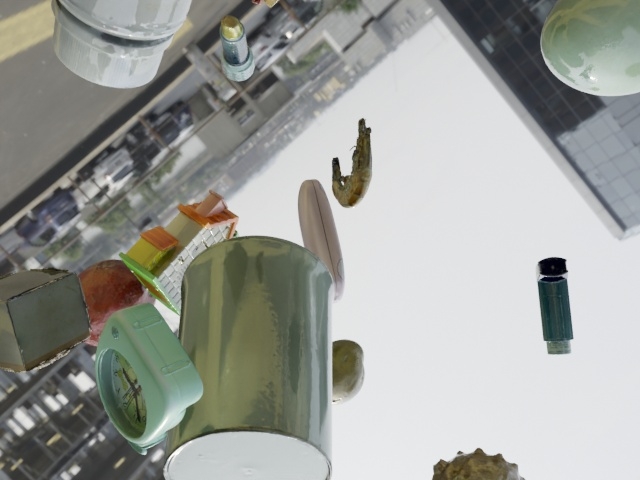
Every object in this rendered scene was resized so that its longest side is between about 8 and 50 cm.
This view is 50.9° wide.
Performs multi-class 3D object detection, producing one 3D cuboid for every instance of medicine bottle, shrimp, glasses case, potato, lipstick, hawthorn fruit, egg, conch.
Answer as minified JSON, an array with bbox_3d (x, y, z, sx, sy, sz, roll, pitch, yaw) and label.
[{"bbox_3d":[0.617,0.173,1.774,0.079,0.258,0.124,-5,177,11],"label":"medicine bottle"},{"bbox_3d":[0.072,-0.183,1.615,0.150,0.051,0.217,-1,-100,58],"label":"shrimp"},{"bbox_3d":[-0.353,-0.454,1.203,0.245,0.245,0.306,-51,175,-48],"label":"medicine bottle"},{"bbox_3d":[0.000,0.000,1.539,0.075,0.297,0.113,-6,158,-13],"label":"glasses case"},{"bbox_3d":[0.008,0.306,1.550,0.194,0.157,0.157,-7,-164,9],"label":"potato"},{"bbox_3d":[-0.086,-0.198,0.678,0.037,0.037,0.116,-43,176,-8],"label":"lipstick"},{"bbox_3d":[-0.529,0.167,1.642,0.253,0.205,0.205,-50,-169,-16],"label":"hawthorn fruit"},{"bbox_3d":[0.504,-0.347,1.136,0.282,0.203,0.203,-11,178,-20],"label":"egg"},{"bbox_3d":[0.319,0.608,1.529,0.324,0.186,0.263,-10,122,-39],"label":"conch"}]

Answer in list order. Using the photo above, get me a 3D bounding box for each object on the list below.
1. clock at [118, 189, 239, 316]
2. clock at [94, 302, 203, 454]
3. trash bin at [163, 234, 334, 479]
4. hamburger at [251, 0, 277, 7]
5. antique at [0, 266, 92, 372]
[{"bbox_3d":[-0.304,0.017,1.550,0.255,0.106,0.220,-51,157,-19],"label":"clock"},{"bbox_3d":[-0.226,0.180,0.845,0.060,0.148,0.188,-18,152,-44],"label":"clock"},{"bbox_3d":[-0.110,0.195,1.124,0.280,0.280,0.432,-37,-147,27],"label":"trash bin"},{"bbox_3d":[-0.105,-0.564,1.335,0.175,0.137,0.175,-42,-158,22],"label":"hamburger"},{"bbox_3d":[-0.489,0.134,1.119,0.152,0.148,0.146,1,-164,30],"label":"antique"}]
